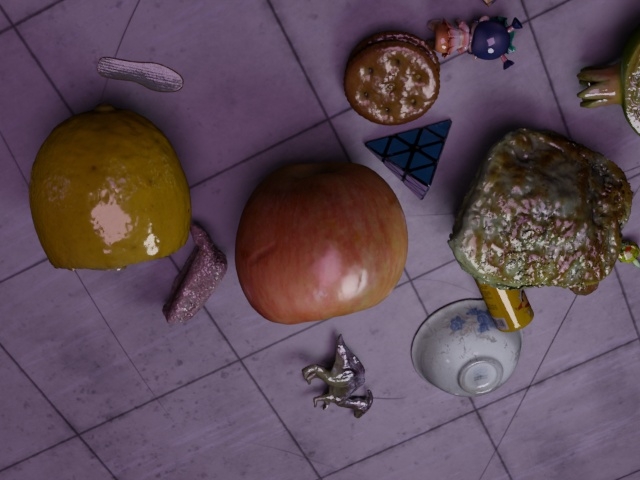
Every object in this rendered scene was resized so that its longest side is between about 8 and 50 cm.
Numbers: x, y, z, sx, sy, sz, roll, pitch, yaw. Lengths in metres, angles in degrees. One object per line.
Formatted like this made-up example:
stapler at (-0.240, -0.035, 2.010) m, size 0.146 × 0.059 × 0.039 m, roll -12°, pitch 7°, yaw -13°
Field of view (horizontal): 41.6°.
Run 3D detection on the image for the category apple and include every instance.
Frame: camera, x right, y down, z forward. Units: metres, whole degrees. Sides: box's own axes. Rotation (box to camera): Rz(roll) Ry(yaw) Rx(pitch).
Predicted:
apple at (0.000, 0.000, 1.889) m, size 0.391 × 0.391 × 0.347 m, roll -7°, pitch 99°, yaw -3°

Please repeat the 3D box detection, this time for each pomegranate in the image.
pomegranate at (0.763, -0.373, 1.884) m, size 0.358 × 0.216 × 0.310 m, roll 0°, pitch 124°, yaw 27°

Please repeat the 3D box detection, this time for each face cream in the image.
face cream at (0.426, 0.063, 2.110) m, size 0.105 × 0.105 × 0.349 m, roll -25°, pitch 109°, yaw 7°

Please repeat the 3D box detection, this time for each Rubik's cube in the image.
Rubik's cube at (0.239, -0.143, 1.950) m, size 0.211 × 0.178 × 0.190 m, roll -18°, pitch 122°, yaw 4°

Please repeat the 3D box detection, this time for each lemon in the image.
lemon at (-0.448, -0.120, 1.787) m, size 0.364 × 0.364 × 0.364 m, roll -3°, pitch 119°, yaw -6°

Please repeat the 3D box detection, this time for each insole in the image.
insole at (-0.393, -0.363, 1.842) m, size 0.188 × 0.004 × 0.064 m, roll 10°, pitch 116°, yaw -13°

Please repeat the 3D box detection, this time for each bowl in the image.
bowl at (0.408, 0.321, 2.242) m, size 0.313 × 0.146 × 0.313 m, roll -3°, pitch 118°, yaw -5°

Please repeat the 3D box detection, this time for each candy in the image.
candy at (0.838, 0.065, 2.216) m, size 0.062 × 0.058 × 0.194 m, roll -36°, pitch 126°, yaw 22°

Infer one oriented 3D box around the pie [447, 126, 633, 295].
pie at (0.510, -0.068, 1.964) m, size 0.418 × 0.180 × 0.395 m, roll 11°, pitch 90°, yaw -17°

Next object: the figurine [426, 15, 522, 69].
figurine at (0.336, -0.434, 1.841) m, size 0.195 × 0.102 × 0.111 m, roll -5°, pitch 120°, yaw -5°

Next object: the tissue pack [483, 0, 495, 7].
tissue pack at (0.375, -0.557, 1.818) m, size 0.083 × 0.035 × 0.063 m, roll -40°, pitch 116°, yaw 12°

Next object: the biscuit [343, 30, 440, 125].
biscuit at (0.158, -0.356, 1.864) m, size 0.220 × 0.066 × 0.220 m, roll 2°, pitch 133°, yaw 3°

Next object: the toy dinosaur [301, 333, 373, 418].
toy dinosaur at (0.045, 0.382, 2.272) m, size 0.162 × 0.077 × 0.294 m, roll -19°, pitch 134°, yaw -2°

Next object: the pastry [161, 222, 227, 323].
pastry at (-0.299, 0.091, 2.051) m, size 0.112 × 0.103 × 0.265 m, roll 12°, pitch 118°, yaw -22°
